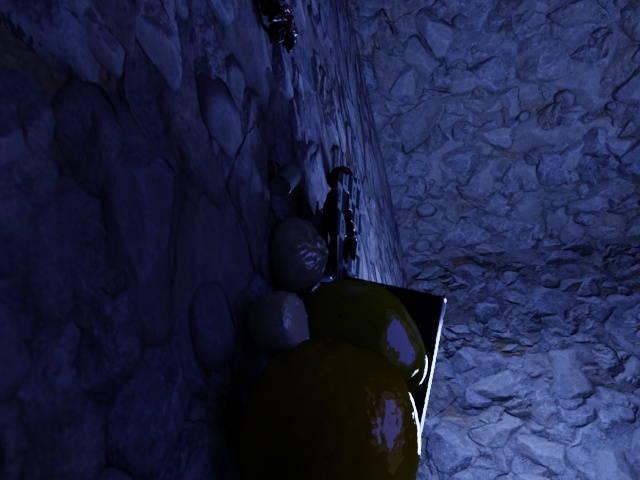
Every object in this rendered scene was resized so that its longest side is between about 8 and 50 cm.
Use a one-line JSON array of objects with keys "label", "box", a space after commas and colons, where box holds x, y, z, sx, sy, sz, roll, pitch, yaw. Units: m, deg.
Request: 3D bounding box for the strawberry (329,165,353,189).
[{"label": "strawberry", "box": [0.065, -0.201, 1.698, 0.096, 0.083, 0.083, -72, 152, -46]}]

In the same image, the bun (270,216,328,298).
[{"label": "bun", "box": [-0.035, 0.037, 1.106, 0.183, 0.102, 0.183, -5, 90, -77]}]

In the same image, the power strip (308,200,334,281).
[{"label": "power strip", "box": [0.000, 0.000, 1.385, 0.137, 0.044, 0.215, 46, 39, -66]}]

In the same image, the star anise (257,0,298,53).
[{"label": "star anise", "box": [-0.110, -0.539, 1.200, 0.234, 0.074, 0.177, -12, 85, -69]}]

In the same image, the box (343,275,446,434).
[{"label": "box", "box": [0.165, 0.281, 1.300, 0.204, 0.252, 0.344, 21, 80, -75]}]

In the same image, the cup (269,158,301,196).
[{"label": "cup", "box": [-0.079, -0.142, 1.126, 0.083, 0.055, 0.074, -65, 145, -62]}]

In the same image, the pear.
[{"label": "pear", "box": [0.062, 0.216, 1.045, 0.294, 0.295, 0.293, -8, 90, -76]}]

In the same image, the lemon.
[{"label": "lemon", "box": [0.014, 0.304, 0.793, 0.297, 0.298, 0.296, -8, 90, -76]}]

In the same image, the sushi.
[{"label": "sushi", "box": [0.048, -0.020, 1.389, 0.339, 0.069, 0.319, -18, 109, -75]}]

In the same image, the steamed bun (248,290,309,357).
[{"label": "steamed bun", "box": [-0.077, 0.149, 0.895, 0.130, 0.091, 0.112, 32, 47, -68]}]

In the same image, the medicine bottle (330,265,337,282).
[{"label": "medicine bottle", "box": [0.065, 0.110, 1.550, 0.231, 0.059, 0.059, -67, 147, -65]}]
